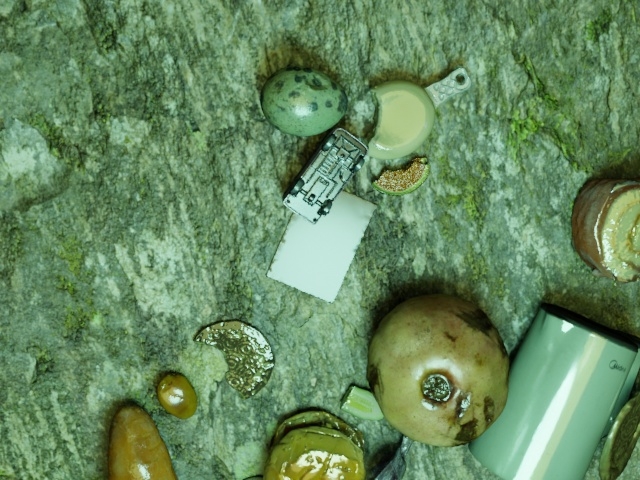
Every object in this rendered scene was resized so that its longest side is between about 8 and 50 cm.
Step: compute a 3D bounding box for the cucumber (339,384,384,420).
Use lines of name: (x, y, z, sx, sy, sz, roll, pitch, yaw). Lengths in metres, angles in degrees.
cucumber: (0.102, 0.377, 1.656, 0.107, 0.035, 0.067, 29, 87, -15)

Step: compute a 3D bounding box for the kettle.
kettle: (0.559, 0.362, 1.606, 0.360, 0.250, 0.377, 19, 97, -29)

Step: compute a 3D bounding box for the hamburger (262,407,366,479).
hamburger: (-0.013, 0.511, 1.601, 0.244, 0.163, 0.245, 0, 96, 3)

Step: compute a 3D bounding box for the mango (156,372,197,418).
mango: (-0.318, 0.349, 1.604, 0.080, 0.060, 0.114, -26, 101, -13)

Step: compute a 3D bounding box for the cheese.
cheese: (0.205, -0.264, 1.516, 0.248, 0.071, 0.164, -11, 102, -3)

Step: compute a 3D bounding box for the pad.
pad: (0.000, 0.000, 1.586, 0.170, 0.006, 0.246, 22, 99, -9)

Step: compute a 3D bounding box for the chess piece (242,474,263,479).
chess piece: (-0.141, 0.647, 1.578, 0.142, 0.261, 0.143, 0, 103, -2)

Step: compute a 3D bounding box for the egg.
egg: (-0.032, -0.280, 1.457, 0.181, 0.141, 0.141, 3, 101, -16)

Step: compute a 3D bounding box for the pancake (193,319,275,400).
pancake: (-0.193, 0.271, 1.619, 0.184, 0.020, 0.191, 0, 100, -5)

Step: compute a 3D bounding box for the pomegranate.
pomegranate: (0.249, 0.276, 1.529, 0.321, 0.322, 0.323, -1, 102, -4)

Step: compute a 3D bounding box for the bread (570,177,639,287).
bread: (0.653, -0.027, 1.573, 0.190, 0.123, 0.245, 9, 100, -4)

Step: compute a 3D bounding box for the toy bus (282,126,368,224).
toy bus: (0.008, -0.139, 1.505, 0.096, 0.108, 0.199, 35, 97, -14)

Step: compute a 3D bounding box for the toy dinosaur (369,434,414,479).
toy dinosaur: (0.149, 0.525, 1.598, 0.077, 0.294, 0.162, 15, 124, 16)

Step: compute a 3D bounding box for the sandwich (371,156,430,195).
sandwich: (0.177, -0.133, 1.561, 0.135, 0.029, 0.067, -20, 97, 1)

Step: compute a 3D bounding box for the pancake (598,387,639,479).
pancake: (0.700, 0.434, 1.640, 0.250, 0.031, 0.250, -25, 126, -40)

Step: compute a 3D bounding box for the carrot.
carrot: (-0.402, 0.470, 1.594, 0.159, 0.159, 0.225, -9, 89, -3)
